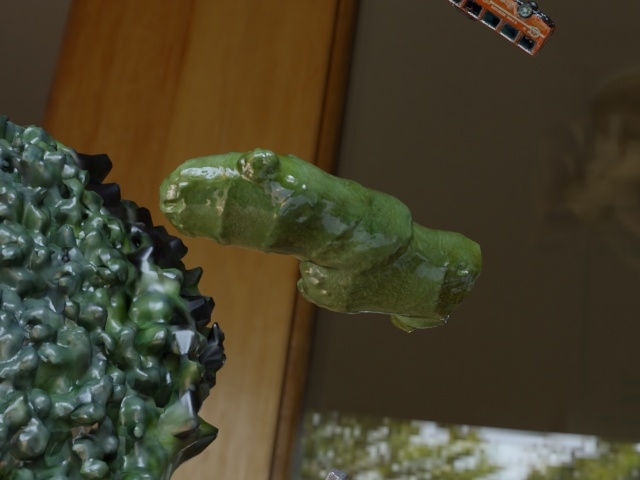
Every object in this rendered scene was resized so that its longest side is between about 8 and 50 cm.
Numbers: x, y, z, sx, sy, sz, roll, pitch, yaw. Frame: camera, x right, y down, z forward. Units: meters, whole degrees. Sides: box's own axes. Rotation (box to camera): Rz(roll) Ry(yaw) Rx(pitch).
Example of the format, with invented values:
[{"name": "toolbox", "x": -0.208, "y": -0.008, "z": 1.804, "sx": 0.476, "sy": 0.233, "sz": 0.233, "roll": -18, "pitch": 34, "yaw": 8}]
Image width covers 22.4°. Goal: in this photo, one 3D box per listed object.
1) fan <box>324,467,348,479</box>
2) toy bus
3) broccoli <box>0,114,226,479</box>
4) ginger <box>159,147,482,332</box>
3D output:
[{"name": "fan", "x": 0.018, "y": 0.298, "z": 1.700, "sx": 0.023, "sy": 0.057, "sz": 0.282, "roll": 39, "pitch": -17, "yaw": 20}, {"name": "toy bus", "x": 0.163, "y": -0.213, "z": 1.484, "sx": 0.110, "sy": 0.031, "sz": 0.043, "roll": 35, "pitch": -68, "yaw": 8}, {"name": "broccoli", "x": -0.222, "y": 0.108, "z": 0.933, "sx": 0.293, "sy": 0.348, "sz": 0.281, "roll": 48, "pitch": -31, "yaw": 7}, {"name": "ginger", "x": 0.004, "y": 0.002, "z": 1.340, "sx": 0.290, "sy": 0.089, "sz": 0.137, "roll": 26, "pitch": -29, "yaw": -34}]
